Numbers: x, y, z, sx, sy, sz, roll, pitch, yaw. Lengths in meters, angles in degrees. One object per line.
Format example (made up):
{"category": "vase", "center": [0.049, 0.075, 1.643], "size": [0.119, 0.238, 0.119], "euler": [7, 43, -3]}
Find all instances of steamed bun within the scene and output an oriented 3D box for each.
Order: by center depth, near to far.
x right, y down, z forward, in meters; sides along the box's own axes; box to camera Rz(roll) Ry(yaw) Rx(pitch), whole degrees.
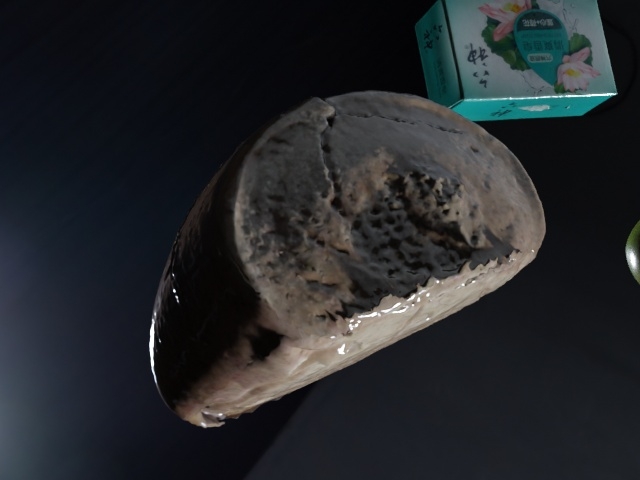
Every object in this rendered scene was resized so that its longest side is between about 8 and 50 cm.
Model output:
{"category": "steamed bun", "center": [0.000, 0.000, 0.766], "size": [0.251, 0.301, 0.199], "euler": [-40, 74, 53]}

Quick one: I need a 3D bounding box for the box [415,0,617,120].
{"category": "box", "center": [0.267, -0.249, 1.301], "size": [0.092, 0.245, 0.153], "euler": [146, 116, -67]}

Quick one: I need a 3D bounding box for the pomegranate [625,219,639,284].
{"category": "pomegranate", "center": [0.575, 0.035, 1.501], "size": [0.179, 0.179, 0.210], "euler": [16, 116, 47]}
